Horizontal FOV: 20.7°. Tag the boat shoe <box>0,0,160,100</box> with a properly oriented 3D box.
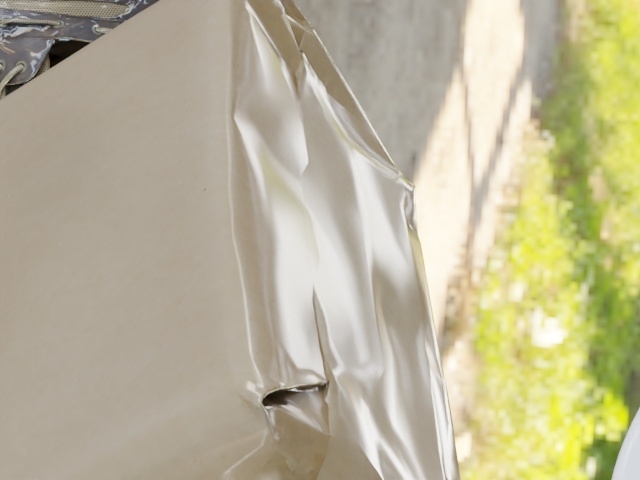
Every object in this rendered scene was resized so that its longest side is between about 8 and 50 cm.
[{"bbox_3d":[-0.305,-0.183,1.749,0.132,0.355,0.130,89,-20,-44],"label":"boat shoe"}]

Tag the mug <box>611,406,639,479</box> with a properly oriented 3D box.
[{"bbox_3d":[0.463,0.223,1.587,0.276,0.328,0.374,-57,-172,6],"label":"mug"}]

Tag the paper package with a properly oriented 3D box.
[{"bbox_3d":[-0.118,0.082,0.725,0.168,0.325,0.309,52,18,-31],"label":"paper package"}]
